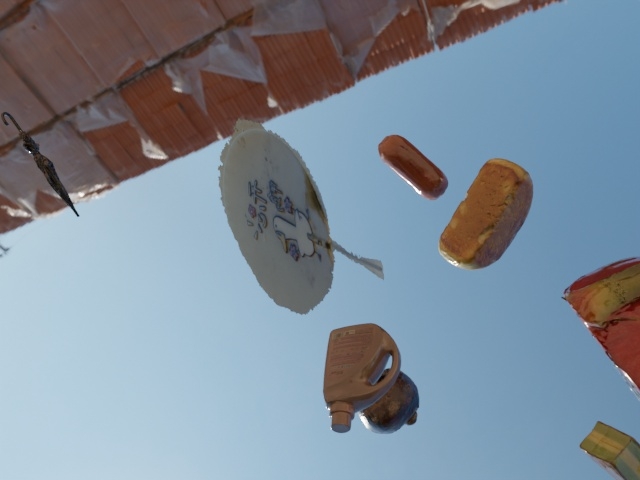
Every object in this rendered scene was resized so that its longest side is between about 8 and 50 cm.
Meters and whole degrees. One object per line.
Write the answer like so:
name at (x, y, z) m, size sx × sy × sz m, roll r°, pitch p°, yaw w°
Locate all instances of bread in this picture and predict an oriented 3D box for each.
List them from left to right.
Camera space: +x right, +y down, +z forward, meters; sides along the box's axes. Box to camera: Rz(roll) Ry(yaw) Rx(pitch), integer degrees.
bread at (0.589, 0.431, 0.959) m, size 0.074 × 0.139 × 0.084 m, roll -48°, pitch -170°, yaw -8°

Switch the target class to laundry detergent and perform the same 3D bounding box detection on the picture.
laundry detergent at (0.089, 0.289, 1.070) m, size 0.171 × 0.076 × 0.237 m, roll -14°, pitch -142°, yaw 18°

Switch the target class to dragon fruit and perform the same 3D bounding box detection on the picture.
dragon fruit at (0.447, 0.117, 0.541) m, size 0.226 × 0.305 × 0.305 m, roll -35°, pitch -148°, yaw 19°

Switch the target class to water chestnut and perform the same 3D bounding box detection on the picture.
water chestnut at (0.208, 0.528, 1.664) m, size 0.224 × 0.238 × 0.223 m, roll -41°, pitch -176°, yaw 3°

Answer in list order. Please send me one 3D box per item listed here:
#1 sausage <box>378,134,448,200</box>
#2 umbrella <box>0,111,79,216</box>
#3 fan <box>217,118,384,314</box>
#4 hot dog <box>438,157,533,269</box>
sausage at (0.216, -0.170, 1.152) m, size 0.077 × 0.194 × 0.077 m, roll -47°, pitch -168°, yaw 13°
umbrella at (-0.282, -0.077, 0.509) m, size 0.013 × 0.122 × 0.022 m, roll -20°, pitch -150°, yaw 9°
fan at (-0.001, 0.000, 0.660) m, size 0.012 × 0.415 × 0.232 m, roll -15°, pitch -116°, yaw 26°
hot dog at (0.601, -0.075, 1.762) m, size 0.185 × 0.223 × 0.405 m, roll 36°, pitch -80°, yaw 44°
